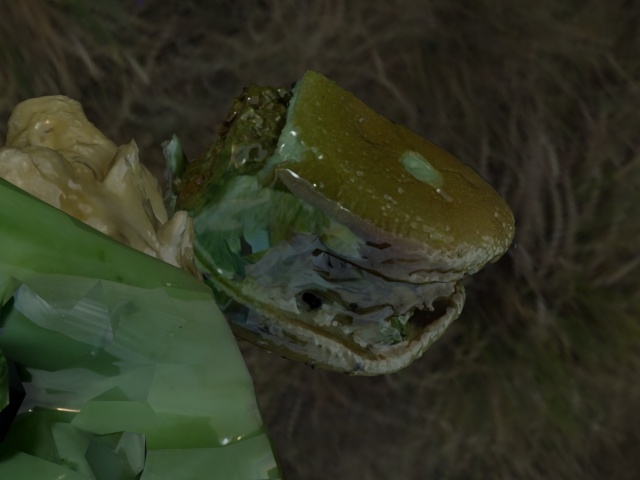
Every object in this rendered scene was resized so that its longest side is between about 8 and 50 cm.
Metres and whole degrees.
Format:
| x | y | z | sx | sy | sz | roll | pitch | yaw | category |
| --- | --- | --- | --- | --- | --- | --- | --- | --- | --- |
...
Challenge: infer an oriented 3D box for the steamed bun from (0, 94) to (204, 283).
| x | y | z | sx | sy | sz | roll | pitch | yaw | category |
| --- | --- | --- | --- | --- | --- | --- | --- | --- | --- |
| -0.133 | 0.053 | 1.153 | 0.137 | 0.292 | 0.295 | -1 | 82 | 11 | steamed bun |

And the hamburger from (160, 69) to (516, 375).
| x | y | z | sx | sy | sz | roll | pitch | yaw | category |
| --- | --- | --- | --- | --- | --- | --- | --- | --- | --- |
| 0.000 | 0.000 | 1.417 | 0.288 | 0.192 | 0.167 | 31 | 127 | -6 | hamburger |

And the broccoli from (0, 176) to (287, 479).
| x | y | z | sx | sy | sz | roll | pitch | yaw | category |
| --- | --- | --- | --- | --- | --- | --- | --- | --- | --- |
| -0.164 | 0.126 | 0.532 | 0.321 | 0.413 | 0.310 | -26 | 173 | 42 | broccoli |
